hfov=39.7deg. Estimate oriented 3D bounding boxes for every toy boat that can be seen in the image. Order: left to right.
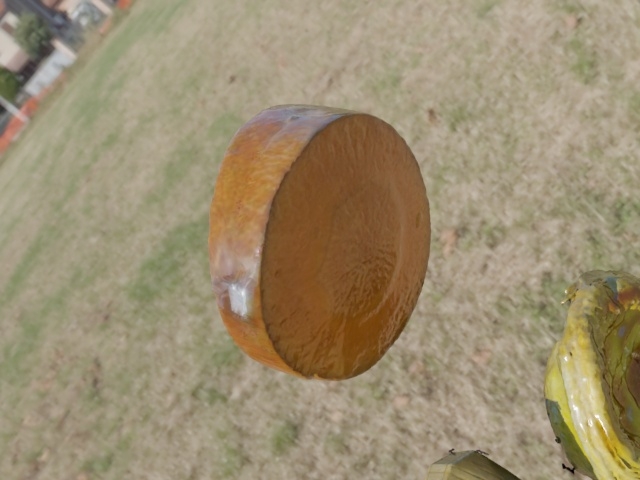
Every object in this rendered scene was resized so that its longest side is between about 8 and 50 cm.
[{"bbox_3d":[0.181,0.272,0.861,0.064,0.206,0.072,-21,38,50],"label":"toy boat"}]

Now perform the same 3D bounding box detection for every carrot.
[{"bbox_3d":[0.000,0.000,0.837,0.100,0.259,0.307,-3,18,33],"label":"carrot"}]

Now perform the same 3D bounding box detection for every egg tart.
[{"bbox_3d":[0.334,0.176,0.979,0.116,0.295,0.295,-26,30,47],"label":"egg tart"}]
